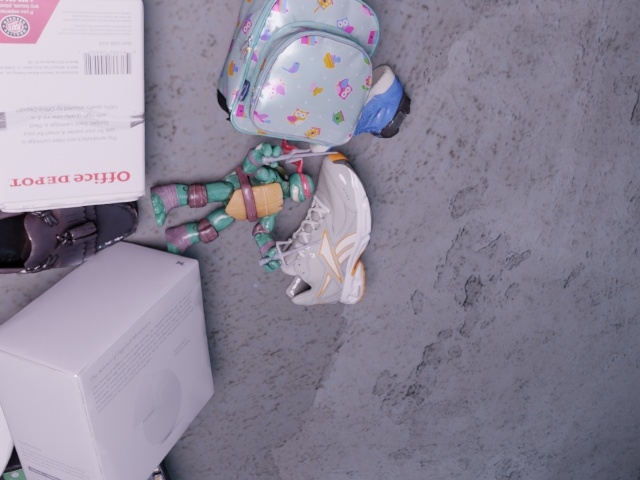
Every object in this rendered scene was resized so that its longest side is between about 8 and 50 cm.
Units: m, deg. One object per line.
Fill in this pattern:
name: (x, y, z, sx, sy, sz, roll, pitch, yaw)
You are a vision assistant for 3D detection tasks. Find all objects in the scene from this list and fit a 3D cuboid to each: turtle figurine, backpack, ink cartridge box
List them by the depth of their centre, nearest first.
ink cartridge box: (-0.271, -0.150, 0.698, 0.159, 0.092, 0.217, -7, 120, -26)
backpack: (-0.021, -0.209, 0.774, 0.166, 0.144, 0.188, 7, 112, -27)
turtle figurine: (-0.088, -0.045, 0.852, 0.234, 0.118, 0.175, -14, 116, -5)

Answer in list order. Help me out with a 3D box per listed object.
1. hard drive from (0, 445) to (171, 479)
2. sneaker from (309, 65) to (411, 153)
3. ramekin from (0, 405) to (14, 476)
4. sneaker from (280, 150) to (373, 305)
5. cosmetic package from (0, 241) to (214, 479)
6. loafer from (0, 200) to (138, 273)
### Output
hard drive: (-0.379, 0.374, 0.924, 0.339, 0.064, 0.236, -14, 119, -6)
sneaker: (0.060, -0.155, 0.905, 0.152, 0.058, 0.084, -48, 122, -4)
ramekin: (-0.478, 0.209, 0.727, 0.277, 0.135, 0.277, -24, 126, -37)
sneaker: (0.000, 0.000, 0.938, 0.121, 0.099, 0.262, -12, 128, -15)
cosmetic package: (-0.250, 0.156, 0.802, 0.224, 0.138, 0.224, -51, 149, -52)
loafer: (-0.349, 0.003, 0.744, 0.303, 0.095, 0.109, -8, 122, -25)
